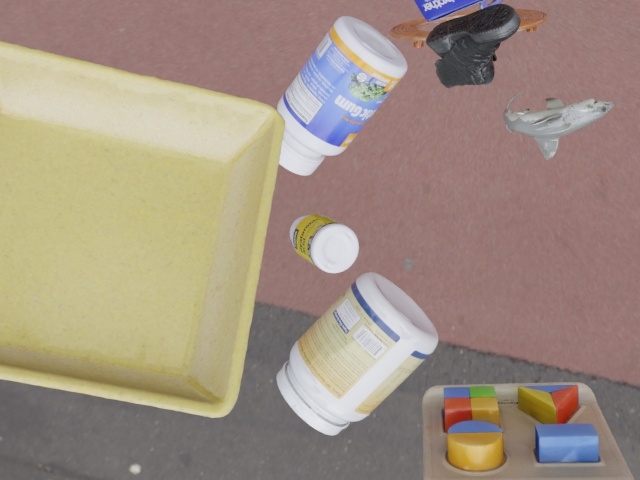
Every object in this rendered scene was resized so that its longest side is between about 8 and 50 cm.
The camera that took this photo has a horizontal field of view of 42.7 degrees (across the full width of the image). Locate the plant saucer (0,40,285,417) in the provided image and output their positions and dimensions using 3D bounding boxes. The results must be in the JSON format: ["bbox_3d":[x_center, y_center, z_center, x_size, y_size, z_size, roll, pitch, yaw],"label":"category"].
[{"bbox_3d":[-0.221,-0.010,0.775,0.332,0.333,0.081,12,151,-8],"label":"plant saucer"}]

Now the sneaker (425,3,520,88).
[{"bbox_3d":[0.191,-0.227,0.984,0.089,0.170,0.051,43,70,-28],"label":"sneaker"}]

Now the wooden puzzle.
[{"bbox_3d":[0.336,0.325,1.395,0.322,0.348,0.081,-2,109,7],"label":"wooden puzzle"}]

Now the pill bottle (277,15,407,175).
[{"bbox_3d":[0.018,-0.250,1.465,0.152,0.152,0.272,38,119,-3],"label":"pill bottle"}]

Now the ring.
[{"bbox_3d":[0.317,-0.458,1.764,0.336,0.336,0.032,-2,113,12],"label":"ring"}]

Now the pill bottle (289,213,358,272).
[{"bbox_3d":[0.000,0.000,1.079,0.065,0.116,0.065,-4,102,-20],"label":"pill bottle"}]

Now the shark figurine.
[{"bbox_3d":[0.447,-0.226,1.688,0.166,0.278,0.116,-29,112,-26],"label":"shark figurine"}]

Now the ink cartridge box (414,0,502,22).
[{"bbox_3d":[0.214,-0.547,1.308,0.151,0.270,0.395,-8,127,53],"label":"ink cartridge box"}]

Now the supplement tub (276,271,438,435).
[{"bbox_3d":[0.076,0.249,1.791,0.228,0.228,0.316,42,103,-4],"label":"supplement tub"}]
